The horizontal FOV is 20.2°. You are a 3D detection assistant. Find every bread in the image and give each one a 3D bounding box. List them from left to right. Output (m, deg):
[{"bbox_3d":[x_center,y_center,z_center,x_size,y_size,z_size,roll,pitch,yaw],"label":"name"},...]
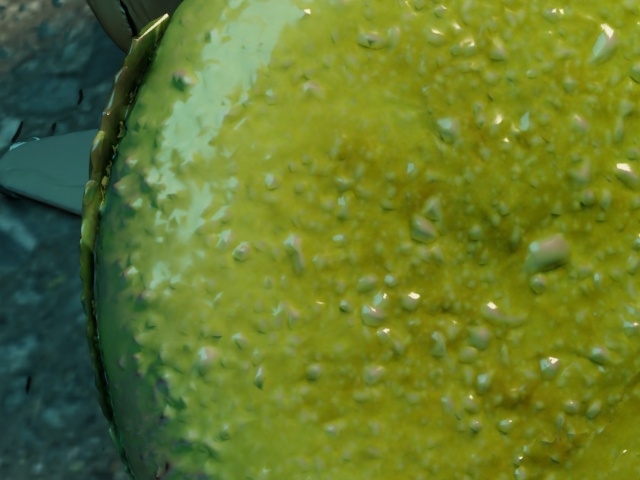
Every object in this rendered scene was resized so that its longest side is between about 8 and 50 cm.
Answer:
[{"bbox_3d":[0.079,0.008,0.528,0.301,0.045,0.301,1,85,-11],"label":"bread"}]

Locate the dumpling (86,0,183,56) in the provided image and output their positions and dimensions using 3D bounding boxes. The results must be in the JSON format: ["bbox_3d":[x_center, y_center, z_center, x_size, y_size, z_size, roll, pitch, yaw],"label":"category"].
[{"bbox_3d":[0.017,-0.153,0.653,0.242,0.318,0.187,-29,91,-8],"label":"dumpling"}]

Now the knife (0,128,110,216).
[{"bbox_3d":[0.002,-0.002,0.674,0.336,0.043,0.081,24,63,34],"label":"knife"}]
